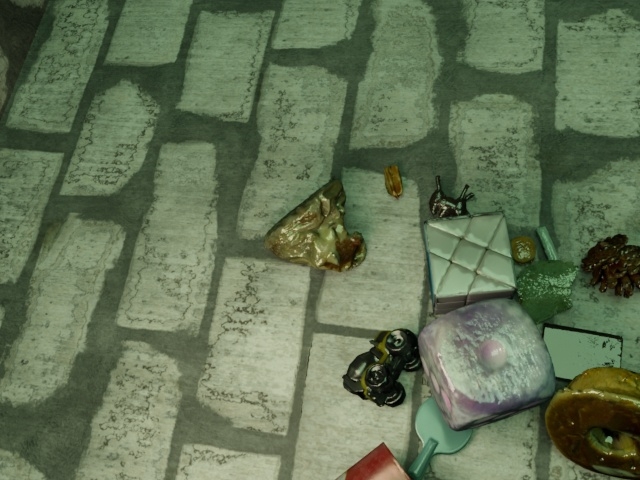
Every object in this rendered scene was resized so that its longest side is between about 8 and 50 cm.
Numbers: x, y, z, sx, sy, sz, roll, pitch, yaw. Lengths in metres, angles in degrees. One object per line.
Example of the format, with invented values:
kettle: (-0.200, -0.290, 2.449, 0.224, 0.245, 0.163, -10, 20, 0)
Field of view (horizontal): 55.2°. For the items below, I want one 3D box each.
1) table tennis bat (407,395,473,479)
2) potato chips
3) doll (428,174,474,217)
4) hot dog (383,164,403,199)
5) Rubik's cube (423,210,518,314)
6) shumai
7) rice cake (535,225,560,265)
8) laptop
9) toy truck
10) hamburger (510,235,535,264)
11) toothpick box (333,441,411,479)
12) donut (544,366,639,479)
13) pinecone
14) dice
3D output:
table tennis bat: (0.311, 0.528, 1.644, 0.153, 0.040, 0.244, 29, 71, 19)
potato chips: (0.623, 0.152, 1.723, 0.167, 0.059, 0.228, 16, 79, 5)
doll: (0.397, -0.105, 1.890, 0.139, 0.057, 0.165, 19, 77, 14)
hot dog: (0.234, -0.187, 1.963, 0.056, 0.041, 0.133, -11, 58, 5)
Rubik's cube: (0.413, 0.071, 1.716, 0.221, 0.225, 0.231, -7, 67, 8)
shumai: (0.000, 0.000, 1.869, 0.314, 0.267, 0.262, -35, 96, 24)
rice cake: (0.677, 0.051, 1.784, 0.033, 0.033, 0.208, -18, 65, 10)
laptop: (0.708, 0.316, 1.673, 0.207, 0.026, 0.154, 9, 71, 14)
toy truck: (0.170, 0.340, 1.702, 0.165, 0.147, 0.224, 18, 67, 40)
hamburger: (0.594, 0.029, 1.802, 0.076, 0.044, 0.083, -10, 63, 5)
toothpick box: (0.087, 0.686, 1.525, 0.333, 0.204, 0.204, -37, 66, -6)
donut: (0.710, 0.431, 1.462, 0.330, 0.330, 0.160, 30, 52, 20)
pinecone: (0.822, 0.073, 1.681, 0.195, 0.150, 0.179, 25, 45, 20)
dice: (0.417, 0.319, 1.574, 0.270, 0.271, 0.270, -17, 65, -4)
